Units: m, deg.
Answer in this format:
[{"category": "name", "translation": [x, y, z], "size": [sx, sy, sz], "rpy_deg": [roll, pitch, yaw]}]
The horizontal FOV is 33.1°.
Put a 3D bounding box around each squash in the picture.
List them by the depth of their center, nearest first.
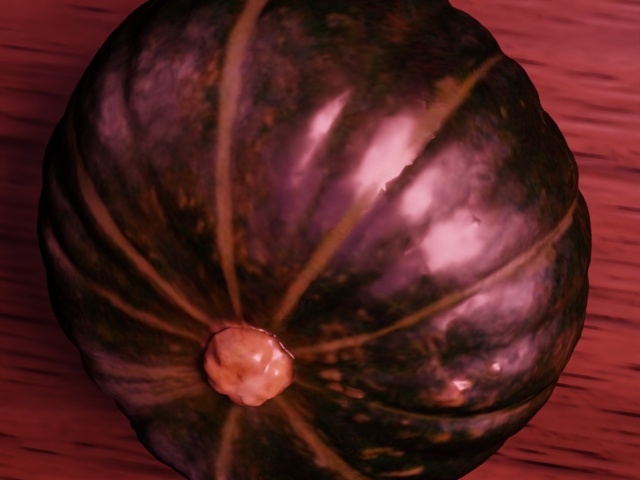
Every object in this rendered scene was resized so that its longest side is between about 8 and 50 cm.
[{"category": "squash", "translation": [-0.004, 0.002, 0.410], "size": [0.218, 0.172, 0.218], "rpy_deg": [2, 115, 4]}]
